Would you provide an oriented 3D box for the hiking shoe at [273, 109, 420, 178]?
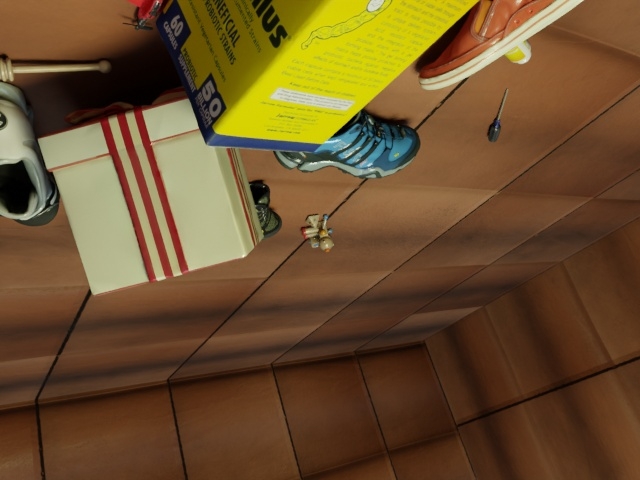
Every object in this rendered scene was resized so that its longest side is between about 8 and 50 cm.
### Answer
[{"bbox_3d":[0.068,-0.188,1.051,0.304,0.113,0.132,-6,155,-26],"label":"hiking shoe"}]

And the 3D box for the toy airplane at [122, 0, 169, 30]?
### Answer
[{"bbox_3d":[-0.192,-0.310,0.701,0.151,0.028,0.151,-16,158,-7],"label":"toy airplane"}]

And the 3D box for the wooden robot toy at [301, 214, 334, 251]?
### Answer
[{"bbox_3d":[0.000,0.000,1.465,0.076,0.078,0.173,-19,156,1],"label":"wooden robot toy"}]

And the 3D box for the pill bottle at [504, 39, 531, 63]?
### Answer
[{"bbox_3d":[0.340,-0.340,1.000,0.043,0.043,0.083,-32,153,30],"label":"pill bottle"}]

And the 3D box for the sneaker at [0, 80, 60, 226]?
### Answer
[{"bbox_3d":[-0.472,-0.077,0.874,0.123,0.146,0.330,-12,158,-18],"label":"sneaker"}]

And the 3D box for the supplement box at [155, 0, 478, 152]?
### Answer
[{"bbox_3d":[-0.001,-0.283,0.658,0.195,0.194,0.357,-6,155,-48],"label":"supplement box"}]

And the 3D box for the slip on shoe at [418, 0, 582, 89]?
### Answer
[{"bbox_3d":[0.276,-0.344,0.891,0.331,0.101,0.123,-29,-168,50],"label":"slip on shoe"}]

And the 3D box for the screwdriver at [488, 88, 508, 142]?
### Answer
[{"bbox_3d":[0.387,-0.270,1.228,0.025,0.024,0.169,-42,157,-20],"label":"screwdriver"}]

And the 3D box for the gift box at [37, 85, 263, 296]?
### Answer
[{"bbox_3d":[-0.241,-0.086,0.863,0.255,0.257,0.276,-15,-172,-2],"label":"gift box"}]

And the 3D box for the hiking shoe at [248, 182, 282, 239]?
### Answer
[{"bbox_3d":[-0.138,-0.066,1.210,0.114,0.086,0.227,-26,155,26],"label":"hiking shoe"}]

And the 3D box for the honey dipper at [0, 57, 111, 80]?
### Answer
[{"bbox_3d":[-0.362,-0.230,0.758,0.161,0.030,0.030,-11,156,-24],"label":"honey dipper"}]
